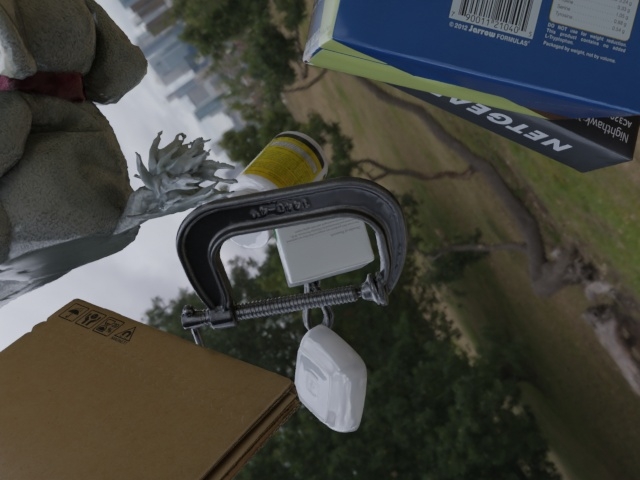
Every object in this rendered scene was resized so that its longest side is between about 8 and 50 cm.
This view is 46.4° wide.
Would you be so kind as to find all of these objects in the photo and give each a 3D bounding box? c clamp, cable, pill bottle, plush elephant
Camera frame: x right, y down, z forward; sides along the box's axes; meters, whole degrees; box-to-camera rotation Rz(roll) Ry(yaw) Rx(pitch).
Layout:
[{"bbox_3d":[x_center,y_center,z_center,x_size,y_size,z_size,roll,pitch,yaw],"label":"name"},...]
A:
[{"bbox_3d":[-0.019,0.024,0.467,0.022,0.161,0.137,-88,-20,-56],"label":"c clamp"},{"bbox_3d":[-0.009,0.076,1.558,0.072,0.140,0.287,31,119,57],"label":"cable"},{"bbox_3d":[-0.082,-0.087,1.278,0.119,0.119,0.208,55,-136,-20],"label":"pill bottle"},{"bbox_3d":[-0.259,-0.102,0.598,0.272,0.330,0.255,24,-134,-79],"label":"plush elephant"}]

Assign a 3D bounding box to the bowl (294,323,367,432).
[{"bbox_3d":[0.008,0.217,1.156,0.142,0.053,0.142,36,127,46],"label":"bowl"}]

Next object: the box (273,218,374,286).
[{"bbox_3d":[0.000,0.000,0.876,0.101,0.102,0.087,122,132,-82],"label":"box"}]

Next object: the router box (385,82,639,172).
[{"bbox_3d":[0.208,-0.240,0.783,0.309,0.242,0.081,19,169,-19],"label":"router box"}]

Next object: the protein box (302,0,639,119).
[{"bbox_3d":[0.111,-0.197,0.477,0.200,0.201,0.136,11,-174,-9],"label":"protein box"}]

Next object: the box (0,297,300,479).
[{"bbox_3d":[-0.139,0.108,0.429,0.201,0.164,0.021,14,129,34],"label":"box"}]
